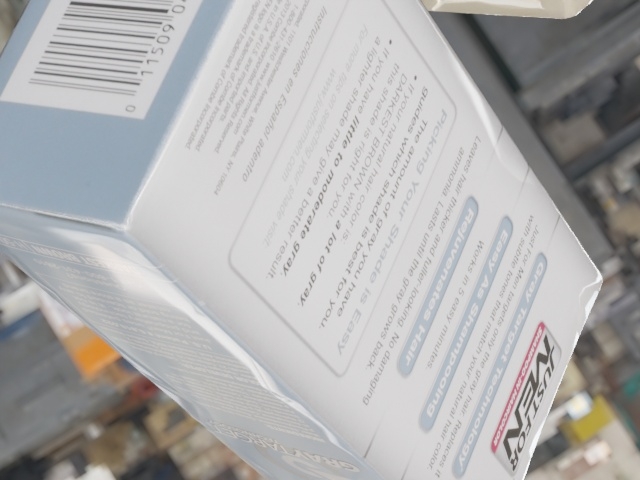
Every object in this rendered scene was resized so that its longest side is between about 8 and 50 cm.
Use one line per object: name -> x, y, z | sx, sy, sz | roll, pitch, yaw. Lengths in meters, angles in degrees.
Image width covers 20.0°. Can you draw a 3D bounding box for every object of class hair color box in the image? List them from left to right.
hair color box -> 0.000, 0.000, 0.857 | 0.374, 0.114, 0.185 | 48, 59, -49

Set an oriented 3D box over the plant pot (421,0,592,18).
plant pot -> 0.124, -0.203, 1.107 | 0.109, 0.096, 0.109 | 10, -145, 35
